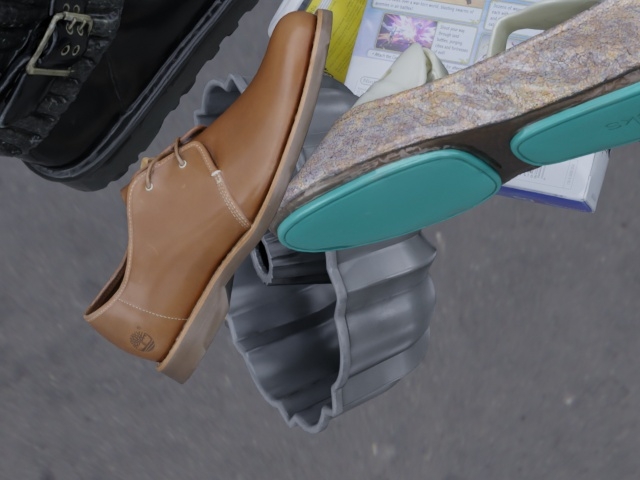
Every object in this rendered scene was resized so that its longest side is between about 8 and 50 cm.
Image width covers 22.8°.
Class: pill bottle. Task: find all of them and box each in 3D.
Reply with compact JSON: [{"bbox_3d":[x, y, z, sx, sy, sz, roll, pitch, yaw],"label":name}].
[{"bbox_3d":[0.043,-0.217,1.719,0.184,0.103,0.103,32,78,-9],"label":"pill bottle"}]

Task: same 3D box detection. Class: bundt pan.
[{"bbox_3d":[0.000,0.000,1.426,0.124,0.331,0.331,-15,74,-22],"label":"bundt pan"}]

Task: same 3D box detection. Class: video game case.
[{"bbox_3d":[0.165,-0.172,1.549,0.269,0.061,0.244,13,83,22],"label":"video game case"}]

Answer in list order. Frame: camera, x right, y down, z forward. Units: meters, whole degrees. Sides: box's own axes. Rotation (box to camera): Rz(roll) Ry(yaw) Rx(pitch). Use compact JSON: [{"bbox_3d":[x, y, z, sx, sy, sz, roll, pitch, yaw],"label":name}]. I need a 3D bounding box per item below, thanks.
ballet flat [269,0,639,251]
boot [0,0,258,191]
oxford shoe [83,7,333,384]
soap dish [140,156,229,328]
[{"bbox_3d":[0.104,-0.085,1.008,0.316,0.107,0.106,-19,62,19],"label":"ballet flat"},{"bbox_3d":[-0.153,-0.193,0.970,0.131,0.260,0.348,33,96,32],"label":"boot"},{"bbox_3d":[-0.058,-0.030,0.813,0.076,0.076,0.212,26,102,-8],"label":"oxford shoe"},{"bbox_3d":[-0.056,0.011,1.786,0.229,0.291,0.118,42,106,29],"label":"soap dish"}]
